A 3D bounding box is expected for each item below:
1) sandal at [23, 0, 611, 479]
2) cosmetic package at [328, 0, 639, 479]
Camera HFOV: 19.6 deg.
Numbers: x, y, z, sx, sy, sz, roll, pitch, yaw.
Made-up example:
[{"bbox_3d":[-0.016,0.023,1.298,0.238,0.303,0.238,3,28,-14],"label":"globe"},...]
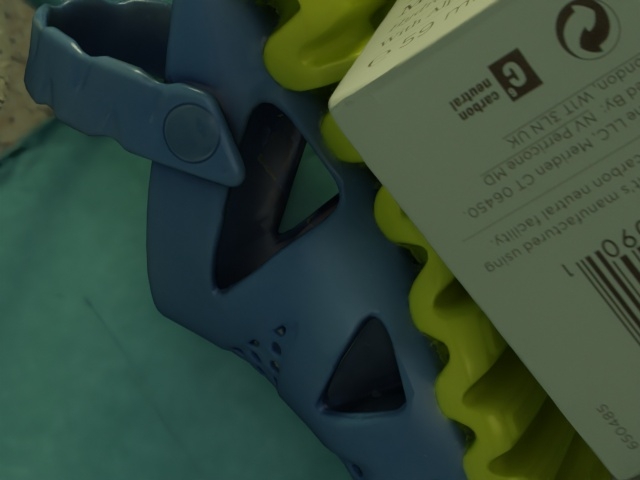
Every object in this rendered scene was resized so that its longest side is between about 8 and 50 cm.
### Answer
[{"bbox_3d":[0.000,0.000,0.653,0.138,0.126,0.317,-24,92,23],"label":"sandal"},{"bbox_3d":[0.123,-0.056,0.582,0.151,0.183,0.151,-32,104,28],"label":"cosmetic package"}]
